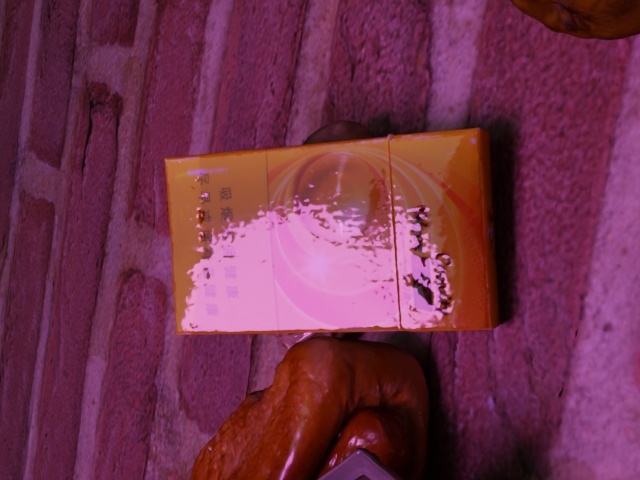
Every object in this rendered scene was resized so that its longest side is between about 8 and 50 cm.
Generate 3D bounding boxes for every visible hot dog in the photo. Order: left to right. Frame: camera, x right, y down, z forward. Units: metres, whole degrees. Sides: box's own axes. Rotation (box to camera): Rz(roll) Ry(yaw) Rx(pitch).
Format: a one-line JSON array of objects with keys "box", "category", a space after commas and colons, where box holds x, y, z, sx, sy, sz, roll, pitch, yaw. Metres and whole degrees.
[{"box": [-0.008, 0.201, 0.844, 0.257, 0.150, 0.153, -50, 39, 39], "category": "hot dog"}]

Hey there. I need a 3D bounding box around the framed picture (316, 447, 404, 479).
[{"box": [0.040, 0.280, 0.754, 0.232, 0.019, 0.296, 41, 132, -4], "category": "framed picture"}]

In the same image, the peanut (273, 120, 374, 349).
[{"box": [0.000, 0.000, 0.883, 0.090, 0.098, 0.214, -120, 44, -73], "category": "peanut"}]

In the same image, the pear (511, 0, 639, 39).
[{"box": [0.174, -0.206, 0.617, 0.149, 0.148, 0.162, 31, 108, 51], "category": "pear"}]

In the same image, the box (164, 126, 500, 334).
[{"box": [0.004, -0.003, 0.805, 0.269, 0.043, 0.153, -2, 93, 22], "category": "box"}]
